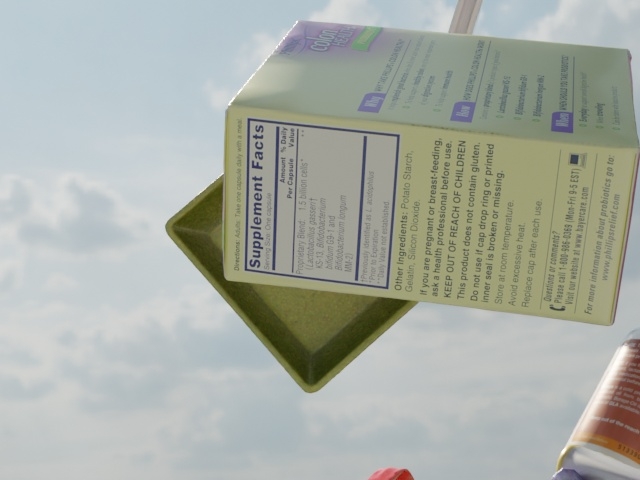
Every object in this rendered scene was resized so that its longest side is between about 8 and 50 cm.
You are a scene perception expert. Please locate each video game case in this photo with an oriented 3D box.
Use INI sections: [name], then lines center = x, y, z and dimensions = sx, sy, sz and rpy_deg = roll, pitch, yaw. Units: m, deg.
[video game case]
center = 0.143, -0.217, 1.281
dimensions = 0.026, 0.206, 0.227
rpy_deg = 18, 10, 4

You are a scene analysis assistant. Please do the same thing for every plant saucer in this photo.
[plant saucer]
center = 0.000, 0.000, 1.076
dimensions = 0.188, 0.188, 0.045
rpy_deg = -41, -5, -5

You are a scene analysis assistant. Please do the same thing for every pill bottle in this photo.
[pill bottle]
center = 0.356, 0.170, 1.361
dimensions = 0.121, 0.216, 0.121
rpy_deg = 29, -21, 12

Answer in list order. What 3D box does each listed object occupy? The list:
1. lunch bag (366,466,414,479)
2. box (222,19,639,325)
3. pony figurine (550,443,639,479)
[lunch bag]
center = 0.077, 0.379, 1.394
dimensions = 0.120, 0.258, 0.293
rpy_deg = -2, -22, 26
[box]
center = 0.078, -0.055, 0.845
dimensions = 0.242, 0.117, 0.213
rpy_deg = 7, 25, 8
[pony figurine]
center = 0.314, 0.218, 0.825
dimensions = 0.351, 0.303, 0.363
rpy_deg = 32, -18, -28
